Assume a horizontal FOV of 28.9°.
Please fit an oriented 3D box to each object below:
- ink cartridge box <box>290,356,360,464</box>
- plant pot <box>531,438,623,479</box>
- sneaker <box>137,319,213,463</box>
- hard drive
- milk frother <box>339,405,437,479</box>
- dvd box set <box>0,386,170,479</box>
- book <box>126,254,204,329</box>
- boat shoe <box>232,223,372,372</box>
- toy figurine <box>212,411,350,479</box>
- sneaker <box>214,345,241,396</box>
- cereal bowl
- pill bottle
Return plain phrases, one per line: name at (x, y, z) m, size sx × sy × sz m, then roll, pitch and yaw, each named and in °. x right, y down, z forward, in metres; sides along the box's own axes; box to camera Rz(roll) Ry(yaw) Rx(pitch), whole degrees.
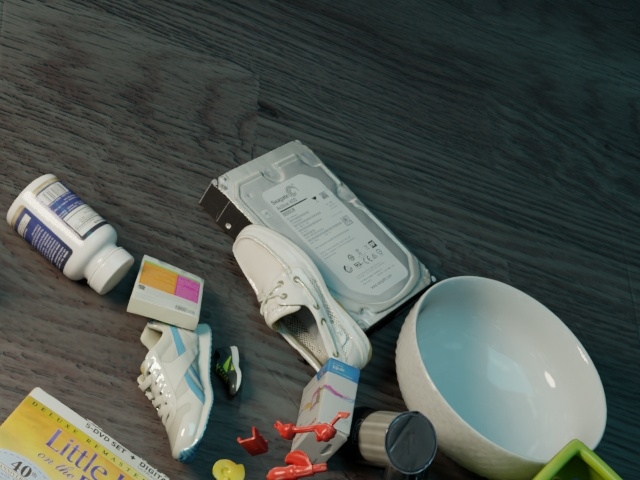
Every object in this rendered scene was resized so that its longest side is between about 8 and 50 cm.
ink cartridge box at (0.007, 0.239, 1.730) m, size 0.052 × 0.088 × 0.122 m, roll 25°, pitch 41°, yaw -13°
plant pot at (0.317, 0.443, 1.657) m, size 0.227 × 0.207 × 0.228 m, roll 46°, pitch 41°, yaw 12°
sneaker at (-0.194, 0.199, 1.641) m, size 0.092 × 0.087 × 0.229 m, roll 11°, pitch 38°, yaw -17°
hard drive at (0.000, 0.000, 1.979) m, size 0.339 × 0.064 × 0.237 m, roll 46°, pitch 41°, yaw 13°
milk frother at (0.116, 0.295, 1.714) m, size 0.143 × 0.135 × 0.129 m, roll 2°, pitch 86°, yaw -27°
dvd box set at (-0.296, 0.371, 1.356) m, size 0.307 × 0.062 × 0.420 m, roll 37°, pitch 30°, yaw -1°
book at (-0.212, 0.073, 1.725) m, size 0.096 × 0.035 × 0.144 m, roll 18°, pitch 18°, yaw -8°
boat shoe at (-0.042, 0.093, 1.830) m, size 0.277 × 0.098 × 0.096 m, roll 47°, pitch 40°, yaw 11°
toy figurine at (0.010, 0.414, 1.494) m, size 0.217 × 0.191 × 0.362 m, roll 55°, pitch 18°, yaw -49°
sneaker at (-0.131, 0.184, 1.738) m, size 0.035 × 0.031 × 0.083 m, roll 3°, pitch 44°, yaw -15°
cereal bowl at (0.255, 0.226, 1.876) m, size 0.339 × 0.141 × 0.339 m, roll 19°, pitch 42°, yaw -18°
pill bottle at (-0.342, -0.005, 1.719) m, size 0.169 × 0.094 × 0.094 m, roll 41°, pitch 40°, yaw 6°
